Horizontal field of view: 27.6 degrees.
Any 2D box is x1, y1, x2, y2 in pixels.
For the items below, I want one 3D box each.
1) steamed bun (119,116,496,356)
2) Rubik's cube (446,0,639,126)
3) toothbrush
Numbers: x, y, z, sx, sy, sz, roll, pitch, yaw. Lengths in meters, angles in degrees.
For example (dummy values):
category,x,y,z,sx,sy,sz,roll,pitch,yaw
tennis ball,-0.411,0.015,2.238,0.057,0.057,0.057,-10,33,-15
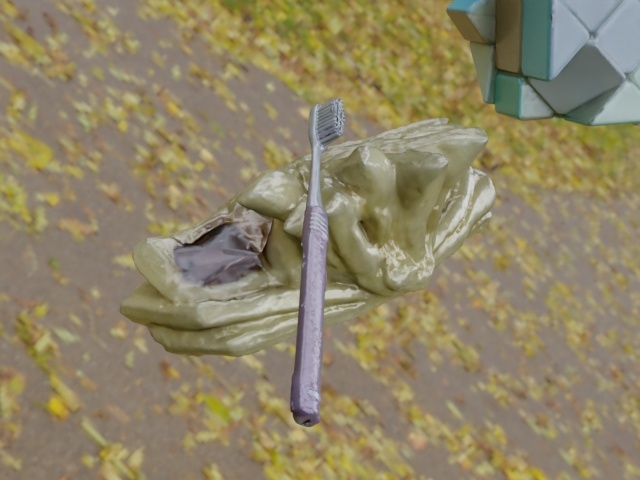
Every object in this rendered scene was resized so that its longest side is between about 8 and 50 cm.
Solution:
category,x,y,z,sx,sy,sz,roll,pitch,yaw
steamed bun,0.024,-0.025,1.265,0.428,0.189,0.247,-22,29,-28
Rubik's cube,0.278,-0.230,1.347,0.265,0.224,0.213,-4,14,-17
toothbrush,0.000,0.000,1.019,0.024,0.029,0.354,43,32,-31
